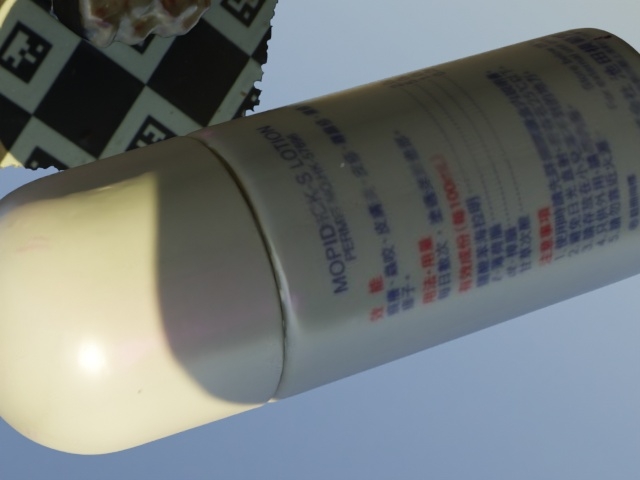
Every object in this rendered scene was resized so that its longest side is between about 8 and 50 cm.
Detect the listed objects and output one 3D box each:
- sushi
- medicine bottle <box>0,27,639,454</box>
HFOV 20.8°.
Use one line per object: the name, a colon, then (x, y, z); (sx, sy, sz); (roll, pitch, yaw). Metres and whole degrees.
sushi: (-0.104, -0.165, 0.893); (0.264, 0.290, 0.050); (3, -164, -38)
medicine bottle: (0.000, 0.000, 0.805); (0.341, 0.130, 0.130); (-18, -130, -25)
